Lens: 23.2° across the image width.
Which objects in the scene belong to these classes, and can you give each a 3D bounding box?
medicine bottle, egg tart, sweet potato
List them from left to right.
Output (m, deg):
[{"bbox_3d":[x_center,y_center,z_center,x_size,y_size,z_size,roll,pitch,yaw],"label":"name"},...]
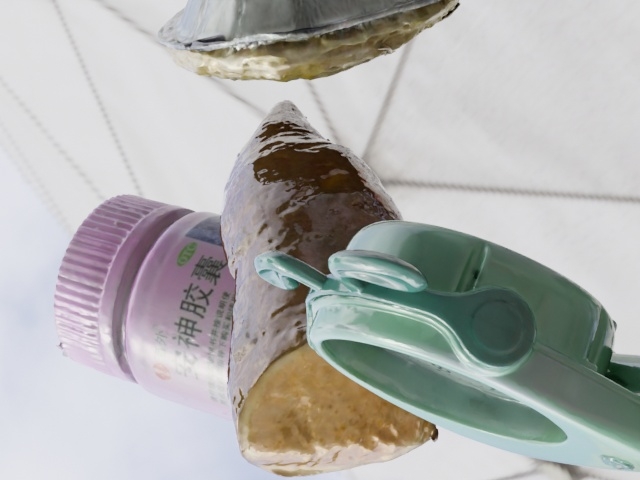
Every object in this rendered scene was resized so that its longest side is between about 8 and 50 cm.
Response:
[{"bbox_3d":[-0.075,0.070,1.393,0.291,0.178,0.178,16,-119,27],"label":"medicine bottle"},{"bbox_3d":[-0.008,-0.187,1.117,0.234,0.234,0.094,-24,-67,-24],"label":"egg tart"},{"bbox_3d":[-0.003,-0.001,1.031,0.131,0.131,0.336,9,-139,-14],"label":"sweet potato"}]

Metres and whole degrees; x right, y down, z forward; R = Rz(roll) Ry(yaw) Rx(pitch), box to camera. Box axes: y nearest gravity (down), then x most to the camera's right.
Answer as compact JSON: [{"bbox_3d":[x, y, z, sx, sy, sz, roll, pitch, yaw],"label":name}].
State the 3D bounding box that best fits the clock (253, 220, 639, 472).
[{"bbox_3d":[0.065,0.043,0.697,0.188,0.148,0.060,31,-106,-31],"label":"clock"}]
